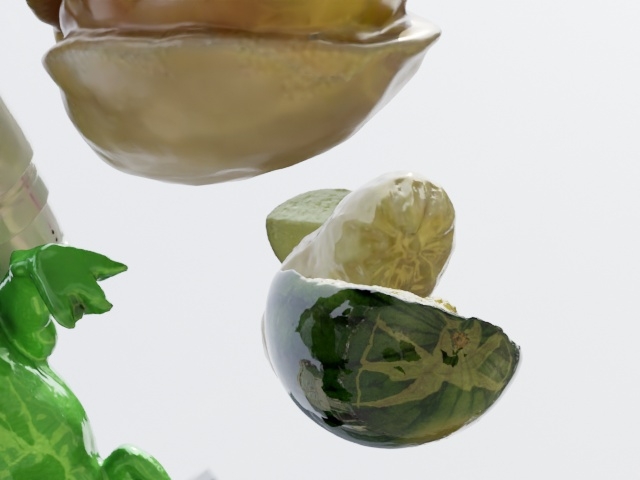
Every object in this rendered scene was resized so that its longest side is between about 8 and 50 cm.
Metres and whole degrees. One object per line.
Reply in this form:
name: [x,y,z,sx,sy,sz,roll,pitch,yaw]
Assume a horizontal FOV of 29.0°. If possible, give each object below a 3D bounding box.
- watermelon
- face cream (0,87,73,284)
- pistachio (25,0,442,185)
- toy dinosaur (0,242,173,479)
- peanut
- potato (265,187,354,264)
watermelon: [0.044,0.102,1.004,0.204,0.232,0.127,27,-104,-37]
face cream: [-0.270,-0.107,0.806,0.102,0.102,0.346,-34,-52,-15]
pistachio: [-0.064,-0.145,0.774,0.229,0.308,0.230,6,-99,-41]
toy dinosaur: [-0.279,0.093,0.902,0.144,0.500,0.375,-38,-30,-35]
peanut: [0.033,0.044,1.326,0.147,0.147,0.305,0,-31,-42]
potato: [0.000,0.000,1.546,0.149,0.120,0.081,90,-167,-47]
